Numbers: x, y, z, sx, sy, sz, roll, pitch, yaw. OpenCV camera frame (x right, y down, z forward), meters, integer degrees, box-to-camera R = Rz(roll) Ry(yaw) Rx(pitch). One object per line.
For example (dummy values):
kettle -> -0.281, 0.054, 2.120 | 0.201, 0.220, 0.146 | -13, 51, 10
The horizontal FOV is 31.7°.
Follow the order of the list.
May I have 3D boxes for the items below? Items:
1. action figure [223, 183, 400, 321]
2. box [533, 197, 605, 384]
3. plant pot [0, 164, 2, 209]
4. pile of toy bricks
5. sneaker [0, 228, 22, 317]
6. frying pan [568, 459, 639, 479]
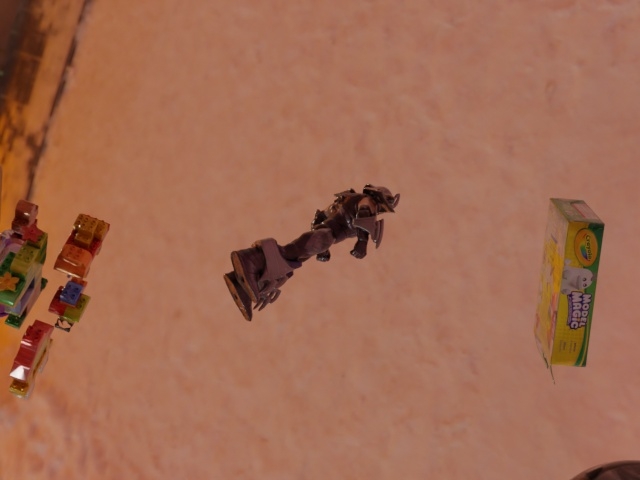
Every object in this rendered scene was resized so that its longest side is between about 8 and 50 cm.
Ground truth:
action figure -> 0.000, 0.000, 1.593 | 0.099, 0.285, 0.185 | 60, 159, -2
box -> 0.259, 0.054, 1.187 | 0.105, 0.043, 0.179 | -88, 3, -73
plant pot -> -0.275, -0.034, 0.804 | 0.081, 0.083, 0.081 | 2, 89, 38
pile of toy bricks -> -0.275, 0.030, 1.059 | 0.105, 0.118, 0.212 | 112, 177, -51
sneaker -> -0.471, 0.060, 1.658 | 0.095, 0.105, 0.236 | -53, 4, 17
frying pan -> 0.233, 0.265, 0.954 | 0.197, 0.326, 0.053 | -131, 39, -52
